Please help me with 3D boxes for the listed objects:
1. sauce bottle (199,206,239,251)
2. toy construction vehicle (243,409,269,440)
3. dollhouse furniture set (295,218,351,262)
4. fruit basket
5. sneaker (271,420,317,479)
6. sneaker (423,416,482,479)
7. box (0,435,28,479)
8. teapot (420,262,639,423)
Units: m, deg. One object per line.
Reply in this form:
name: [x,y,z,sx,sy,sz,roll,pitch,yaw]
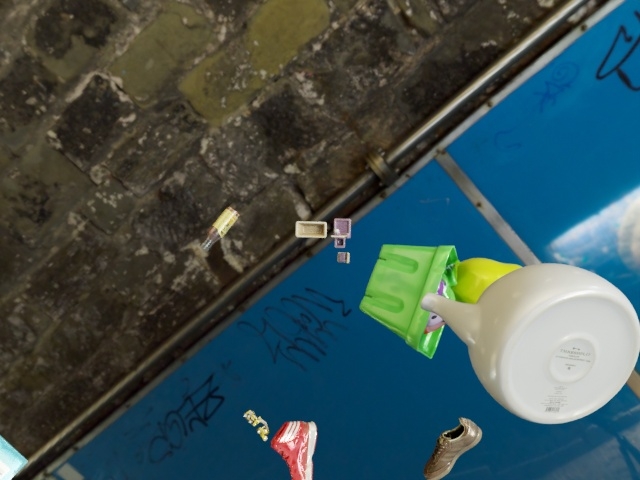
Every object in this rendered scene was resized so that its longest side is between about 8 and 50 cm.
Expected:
sauce bottle: [-0.263,-0.028,1.197,0.128,0.042,0.042,-53,-163,-10]
toy construction vehicle: [-0.182,0.530,1.344,0.035,0.098,0.086,-39,176,-17]
dollhouse furniture set: [0.000,0.000,0.930,0.114,0.091,0.081,2,-177,11]
fruit basket: [0.323,0.156,1.133,0.392,0.391,0.283,-1,-114,68]
sneaker: [-0.089,0.628,1.317,0.087,0.127,0.222,134,-34,-64]
sneaker: [0.314,0.517,1.160,0.188,0.071,0.066,-47,-171,6]
box: [-0.485,0.330,0.646,0.244,0.060,0.100,-30,-165,49]
teapot: [0.337,0.137,0.720,0.252,0.256,0.187,-36,-161,4]
